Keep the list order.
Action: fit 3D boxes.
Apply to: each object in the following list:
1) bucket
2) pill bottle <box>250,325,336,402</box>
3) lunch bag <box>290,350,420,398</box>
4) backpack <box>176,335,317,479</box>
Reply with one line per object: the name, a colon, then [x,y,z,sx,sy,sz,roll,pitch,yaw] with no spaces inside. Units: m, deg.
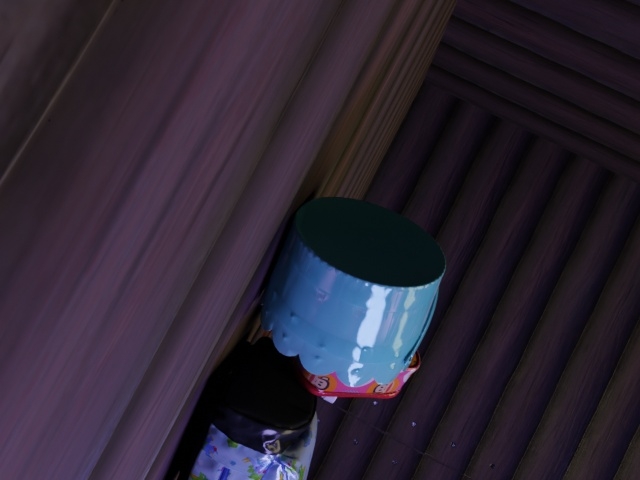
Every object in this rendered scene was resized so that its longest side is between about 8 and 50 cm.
bucket: [0.053,0.066,0.764,0.281,0.281,0.183,-56,167,-58]
pill bottle: [-0.049,0.268,1.063,0.121,0.216,0.121,-62,176,-8]
lunch bag: [0.062,0.159,0.934,0.293,0.259,0.120,-110,-143,-49]
backpack: [-0.129,0.397,0.836,0.355,0.274,0.290,-55,180,9]
